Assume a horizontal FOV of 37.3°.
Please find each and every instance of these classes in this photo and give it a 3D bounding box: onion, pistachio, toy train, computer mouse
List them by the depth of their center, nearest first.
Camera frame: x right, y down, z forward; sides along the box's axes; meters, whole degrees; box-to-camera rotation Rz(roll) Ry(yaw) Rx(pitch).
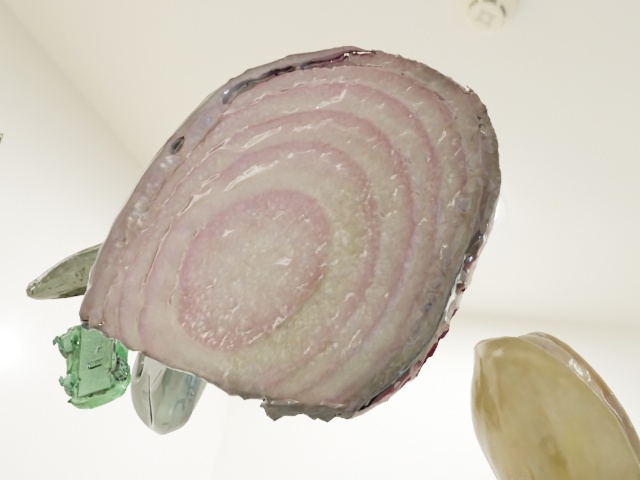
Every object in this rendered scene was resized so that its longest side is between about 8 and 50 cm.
[{"bbox_3d":[0.000,0.000,0.618,0.250,0.247,0.111,17,-20,34],"label":"onion"},{"bbox_3d":[0.281,0.239,1.127,0.162,0.293,0.181,10,-47,-35],"label":"pistachio"},{"bbox_3d":[-0.286,0.152,1.238,0.099,0.149,0.081,-21,-38,8],"label":"toy train"},{"bbox_3d":[-0.186,0.118,1.371,0.095,0.331,0.197,22,-8,-29],"label":"computer mouse"}]

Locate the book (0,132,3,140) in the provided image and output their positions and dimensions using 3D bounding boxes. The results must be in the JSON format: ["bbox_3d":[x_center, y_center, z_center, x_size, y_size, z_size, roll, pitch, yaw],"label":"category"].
[{"bbox_3d":[-0.658,-0.113,1.641,0.160,0.024,0.228,14,-55,-24],"label":"book"}]

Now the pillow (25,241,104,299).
[{"bbox_3d":[-0.233,0.023,1.129,0.241,0.051,0.093,-24,-18,11],"label":"pillow"}]
